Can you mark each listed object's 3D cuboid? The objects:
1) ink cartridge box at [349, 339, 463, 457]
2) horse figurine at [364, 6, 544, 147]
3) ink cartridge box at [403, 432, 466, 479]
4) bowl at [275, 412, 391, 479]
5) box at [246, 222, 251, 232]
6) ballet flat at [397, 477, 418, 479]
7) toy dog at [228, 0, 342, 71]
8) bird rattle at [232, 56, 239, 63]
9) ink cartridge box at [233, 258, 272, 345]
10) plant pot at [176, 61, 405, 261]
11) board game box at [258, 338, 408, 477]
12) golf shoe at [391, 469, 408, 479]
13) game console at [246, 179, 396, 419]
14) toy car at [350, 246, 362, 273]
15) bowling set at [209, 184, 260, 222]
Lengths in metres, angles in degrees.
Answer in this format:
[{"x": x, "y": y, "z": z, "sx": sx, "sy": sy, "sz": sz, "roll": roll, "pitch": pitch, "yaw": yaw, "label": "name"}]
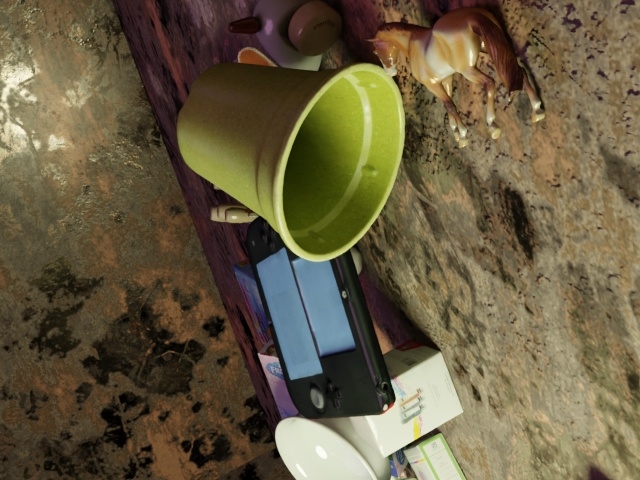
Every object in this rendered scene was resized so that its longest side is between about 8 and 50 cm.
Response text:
[{"x": 0.140, "y": 0.284, "z": 1.338, "sx": 0.128, "sy": 0.176, "sz": 0.128, "roll": 69, "pitch": 163, "yaw": -11, "label": "ink cartridge box"}, {"x": 0.155, "y": -0.194, "z": 0.827, "sx": 0.175, "sy": 0.066, "sz": 0.263, "roll": 62, "pitch": 167, "yaw": -9, "label": "horse figurine"}, {"x": 0.256, "y": 0.503, "z": 1.486, "sx": 0.209, "sy": 0.062, "sz": 0.109, "roll": 61, "pitch": 163, "yaw": 14, "label": "ink cartridge box"}, {"x": 0.051, "y": 0.470, "z": 1.637, "sx": 0.297, "sy": 0.134, "sz": 0.298, "roll": 26, "pitch": 136, "yaw": 27, "label": "bowl"}, {"x": -0.139, "y": -0.005, "z": 1.934, "sx": 0.136, "sy": 0.028, "sz": 0.081, "roll": 30, "pitch": 172, "yaw": -17, "label": "box"}, {"x": 0.202, "y": 0.550, "z": 1.549, "sx": 0.086, "sy": 0.086, "sz": 0.248, "roll": 57, "pitch": -165, "yaw": 26, "label": "ballet flat"}, {"x": -0.068, "y": -0.289, "z": 1.211, "sx": 0.220, "sy": 0.160, "sz": 0.334, "roll": 47, "pitch": 155, "yaw": 48, "label": "toy dog"}, {"x": -0.174, "y": -0.301, "z": 1.603, "sx": 0.253, "sy": 0.143, "sz": 0.207, "roll": 129, "pitch": 132, "yaw": -69, "label": "bird rattle"}, {"x": -0.076, "y": 0.187, "z": 1.932, "sx": 0.395, "sy": 0.151, "sz": 0.270, "roll": 16, "pitch": 129, "yaw": 67, "label": "ink cartridge box"}, {"x": -0.060, "y": -0.144, "z": 1.056, "sx": 0.253, "sy": 0.276, "sz": 0.276, "roll": 25, "pitch": 141, "yaw": 33, "label": "plant pot"}, {"x": 0.031, "y": 0.398, "z": 1.755, "sx": 0.318, "sy": 0.066, "sz": 0.318, "roll": 3, "pitch": 123, "yaw": 35, "label": "board game box"}, {"x": 0.194, "y": 0.654, "z": 1.850, "sx": 0.186, "sy": 0.085, "sz": 0.067, "roll": 68, "pitch": 162, "yaw": -11, "label": "golf shoe"}, {"x": -0.017, "y": 0.117, "z": 1.273, "sx": 0.342, "sy": 0.060, "sz": 0.387, "roll": -31, "pitch": 75, "yaw": 65, "label": "game console"}, {"x": 0.000, "y": 0.000, "z": 1.482, "sx": 0.136, "sy": 0.159, "sz": 0.182, "roll": -72, "pitch": -28, "yaw": -58, "label": "toy car"}, {"x": -0.191, "y": -0.140, "z": 1.899, "sx": 0.287, "sy": 0.154, "sz": 0.200, "roll": -162, "pitch": 72, "yaw": -70, "label": "bowling set"}]
